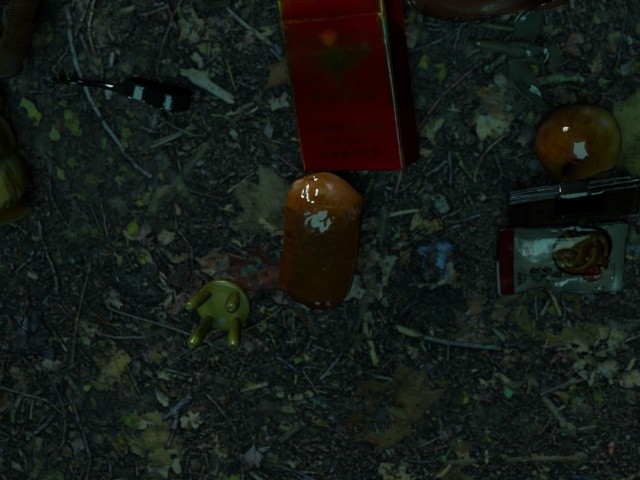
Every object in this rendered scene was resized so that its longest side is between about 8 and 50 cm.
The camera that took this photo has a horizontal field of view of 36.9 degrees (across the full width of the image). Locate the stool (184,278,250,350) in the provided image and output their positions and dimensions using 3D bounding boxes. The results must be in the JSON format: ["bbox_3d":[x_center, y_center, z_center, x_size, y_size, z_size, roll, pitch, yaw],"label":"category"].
[{"bbox_3d":[-0.200,0.145,1.862,0.135,0.110,0.134,44,109,-10],"label":"stool"}]

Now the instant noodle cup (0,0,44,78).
[{"bbox_3d":[-0.582,-0.410,1.665,0.217,0.217,0.207,23,118,-1],"label":"instant noodle cup"}]

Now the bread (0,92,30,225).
[{"bbox_3d":[-0.720,-0.163,1.771,0.301,0.210,0.341,-5,109,7],"label":"bread"}]

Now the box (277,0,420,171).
[{"bbox_3d":[0.051,-0.278,1.654,0.197,0.089,0.313,2,113,28],"label":"box"}]

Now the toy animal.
[{"bbox_3d":[0.329,-0.328,1.619,0.155,0.095,0.219,5,110,1],"label":"toy animal"}]

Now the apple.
[{"bbox_3d":[0.439,-0.161,1.636,0.146,0.146,0.146,3,111,7],"label":"apple"}]

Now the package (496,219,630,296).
[{"bbox_3d":[0.443,0.035,1.765,0.239,0.030,0.154,-2,119,5],"label":"package"}]

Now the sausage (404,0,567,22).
[{"bbox_3d":[0.266,-0.431,1.551,0.280,0.152,0.152,0,111,19],"label":"sausage"}]

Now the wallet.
[{"bbox_3d":[0.446,-0.065,1.696,0.230,0.124,0.042,-6,67,12],"label":"wallet"}]

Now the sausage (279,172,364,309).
[{"bbox_3d":[0.001,0.000,1.743,0.141,0.153,0.268,7,125,2],"label":"sausage"}]

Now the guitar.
[{"bbox_3d":[-0.368,-0.282,1.753,0.271,0.084,0.038,14,108,10],"label":"guitar"}]
